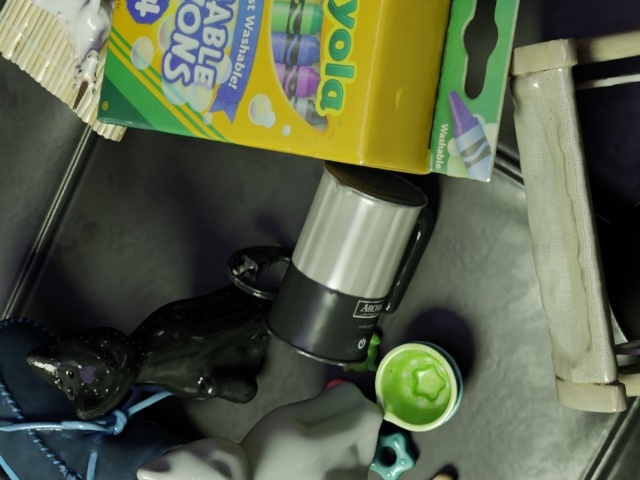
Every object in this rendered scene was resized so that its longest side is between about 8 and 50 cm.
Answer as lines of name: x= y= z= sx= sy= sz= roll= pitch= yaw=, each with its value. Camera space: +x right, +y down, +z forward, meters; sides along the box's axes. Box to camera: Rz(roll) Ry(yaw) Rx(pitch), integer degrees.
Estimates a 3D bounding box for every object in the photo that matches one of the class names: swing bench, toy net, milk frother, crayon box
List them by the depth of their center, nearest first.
swing bench: x=0.251 y=-0.024 z=1.363 sx=0.254 sy=0.165 sz=0.253 roll=-9 pitch=93 yaw=26
crayon box: x=-0.013 y=-0.163 z=1.431 sx=0.323 sy=0.083 sz=0.203 roll=11 pitch=93 yaw=40
milk frother: x=0.000 y=0.000 z=1.502 sx=0.143 sy=0.129 sz=0.135 roll=26 pitch=107 yaw=15
toy net: x=0.045 y=0.183 z=1.548 sx=0.122 sy=0.045 sz=0.232 roll=12 pitch=101 yaw=23

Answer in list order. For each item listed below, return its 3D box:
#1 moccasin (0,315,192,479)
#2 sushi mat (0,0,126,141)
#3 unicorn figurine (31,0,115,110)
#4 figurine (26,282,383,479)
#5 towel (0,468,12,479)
moccasin: x=-0.141 y=0.183 z=1.589 sx=0.342 sy=0.138 sz=0.117 roll=45 pitch=138 yaw=1
sushi mat: x=-0.147 y=-0.251 z=1.600 sx=0.151 sy=0.019 sz=0.316 roll=37 pitch=110 yaw=17
unicorn figurine: x=-0.193 y=-0.190 z=1.591 sx=0.162 sy=0.060 sz=0.111 roll=45 pitch=114 yaw=33
figurine: x=-0.085 y=0.130 z=1.488 sx=0.215 sy=0.209 sz=0.092 roll=41 pitch=120 yaw=28
towel: x=-0.268 y=0.371 z=1.675 sx=0.332 sy=0.053 sz=0.317 roll=37 pitch=110 yaw=2
